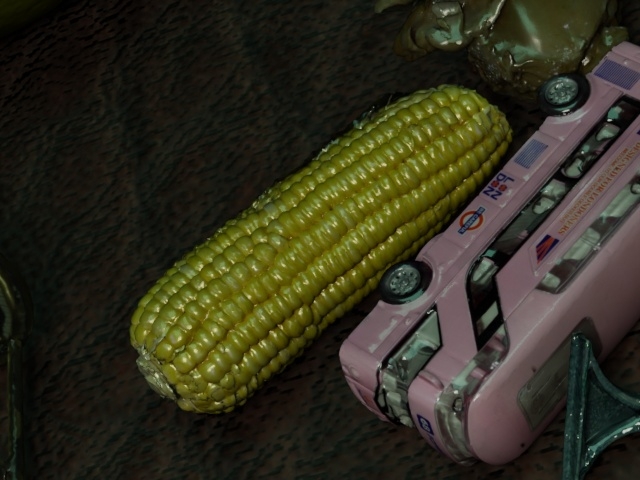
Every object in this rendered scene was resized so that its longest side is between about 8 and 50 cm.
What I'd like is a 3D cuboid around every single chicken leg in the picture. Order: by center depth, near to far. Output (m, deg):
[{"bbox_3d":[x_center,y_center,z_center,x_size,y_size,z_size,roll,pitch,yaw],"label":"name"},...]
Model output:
[{"bbox_3d":[0.086,-0.138,0.928,0.125,0.080,0.196,0,37,-1],"label":"chicken leg"}]

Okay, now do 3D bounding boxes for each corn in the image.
[{"bbox_3d":[0.000,0.000,0.874,0.203,0.072,0.072,-40,48,-10],"label":"corn"}]

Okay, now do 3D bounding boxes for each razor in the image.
[{"bbox_3d":[0.188,0.078,0.748,0.190,0.033,0.066,7,103,27],"label":"razor"}]

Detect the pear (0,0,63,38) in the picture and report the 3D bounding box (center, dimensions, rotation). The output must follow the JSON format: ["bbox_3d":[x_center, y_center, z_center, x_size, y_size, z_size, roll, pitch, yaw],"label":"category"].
[{"bbox_3d":[-0.213,-0.240,1.049,0.321,0.269,0.269,-46,48,5],"label":"pear"}]

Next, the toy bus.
[{"bbox_3d":[0.100,0.004,0.826,0.090,0.063,0.203,31,71,39],"label":"toy bus"}]

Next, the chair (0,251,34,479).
[{"bbox_3d":[-0.219,0.030,0.898,0.170,0.160,0.326,-12,52,14],"label":"chair"}]
